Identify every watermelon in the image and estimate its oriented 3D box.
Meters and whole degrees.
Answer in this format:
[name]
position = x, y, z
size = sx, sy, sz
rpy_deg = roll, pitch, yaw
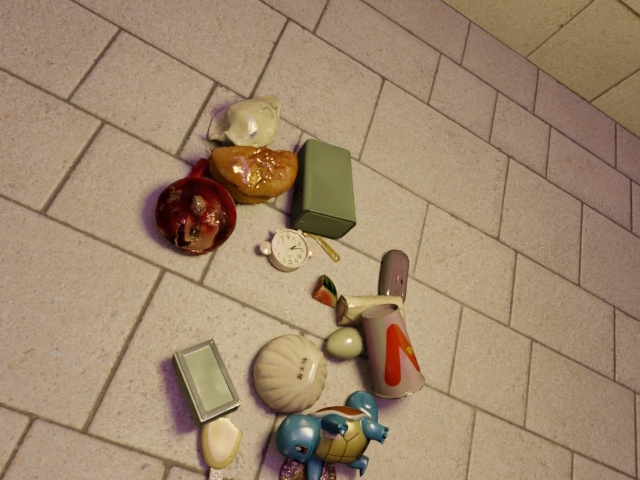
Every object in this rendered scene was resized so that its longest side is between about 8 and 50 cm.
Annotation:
[watermelon]
position = 0.018, 0.200, 1.851
size = 0.094, 0.125, 0.136
rpy_deg = -26, 103, -3

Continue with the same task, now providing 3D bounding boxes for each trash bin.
[trash bin]
position = 0.008, -0.202, 1.949
size = 0.222, 0.158, 0.344
rpy_deg = 12, 58, -22

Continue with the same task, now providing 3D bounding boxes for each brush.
[brush]
position = 0.000, 0.000, 1.948
size = 0.218, 0.010, 0.082
rpy_deg = 49, 57, -2

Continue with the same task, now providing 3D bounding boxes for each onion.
[onion]
position = -0.410, -0.087, 1.660
size = 0.271, 0.195, 0.272
rpy_deg = 1, 85, -13

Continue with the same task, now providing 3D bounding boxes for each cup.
[cup]
position = 0.243, 0.380, 1.756
size = 0.202, 0.203, 0.289
rpy_deg = -21, 100, -31

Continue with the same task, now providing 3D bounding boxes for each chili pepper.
[chili pepper]
position = -0.447, -0.230, 1.794
size = 0.059, 0.050, 0.268
rpy_deg = 34, 61, -15

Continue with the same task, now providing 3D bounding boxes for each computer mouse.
[computer mouse]
position = 0.299, 0.150, 2.010
size = 0.120, 0.057, 0.233
rpy_deg = 18, 67, -21

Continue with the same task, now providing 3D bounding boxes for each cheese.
[cheese]
position = -0.307, 0.664, 1.508
size = 0.127, 0.050, 0.256
rpy_deg = 12, 66, -22

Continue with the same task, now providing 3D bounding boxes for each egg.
[egg]
position = 0.091, 0.367, 1.786
size = 0.152, 0.114, 0.114
rpy_deg = -10, 75, -25

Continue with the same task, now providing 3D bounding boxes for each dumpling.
[dumpling]
position = -0.291, -0.443, 1.919
size = 0.242, 0.187, 0.318
rpy_deg = 12, 47, 22

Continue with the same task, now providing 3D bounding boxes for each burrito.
[burrito]
position = 0.207, 0.268, 1.879
size = 0.299, 0.143, 0.105
rpy_deg = 8, 31, -22

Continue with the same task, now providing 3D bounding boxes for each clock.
[clock]
position = -0.121, 0.036, 1.846
size = 0.229, 0.063, 0.156
rpy_deg = 3, 66, -28

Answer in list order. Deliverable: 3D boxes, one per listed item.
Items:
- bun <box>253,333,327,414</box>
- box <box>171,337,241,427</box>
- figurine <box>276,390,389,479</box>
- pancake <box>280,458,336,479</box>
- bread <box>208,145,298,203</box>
[bun]
position = -0.071, 0.431, 1.632
size = 0.263, 0.175, 0.264
rpy_deg = 11, 68, -30
[box]
position = -0.351, 0.432, 1.527
size = 0.129, 0.086, 0.225
rpy_deg = -17, 66, -30
[figurine]
position = 0.069, 0.622, 1.601
size = 0.416, 0.298, 0.243
rpy_deg = -6, 47, -40
[pancake]
position = -0.038, 0.769, 1.616
size = 0.199, 0.021, 0.200
rpy_deg = 10, 67, -23
[bread]
position = -0.241, -0.225, 1.806
size = 0.339, 0.194, 0.179
rpy_deg = -1, 77, -37
